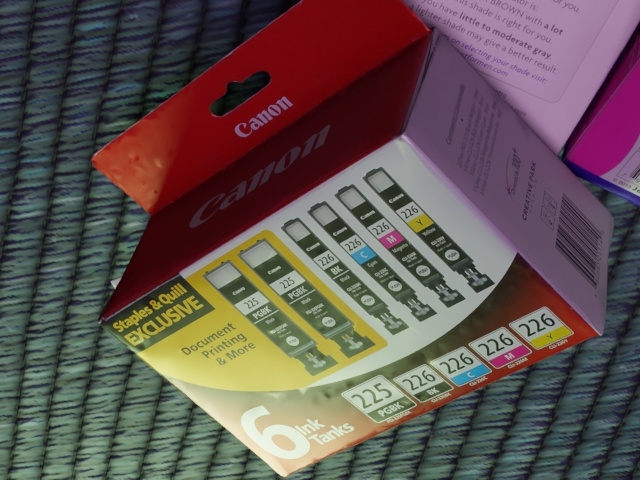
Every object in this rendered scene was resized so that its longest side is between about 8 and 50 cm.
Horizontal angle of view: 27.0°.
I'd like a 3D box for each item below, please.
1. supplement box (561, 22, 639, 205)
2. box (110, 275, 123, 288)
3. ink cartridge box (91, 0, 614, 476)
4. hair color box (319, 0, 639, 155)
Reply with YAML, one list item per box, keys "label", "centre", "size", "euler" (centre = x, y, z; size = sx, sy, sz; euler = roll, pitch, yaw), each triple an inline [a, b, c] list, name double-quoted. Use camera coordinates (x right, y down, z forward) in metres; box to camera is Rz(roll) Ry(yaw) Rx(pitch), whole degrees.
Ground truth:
- label: "supplement box"
  centre: [0.269, -0.128, 0.910]
  size: [0.111, 0.114, 0.220]
  euler: [26, 141, -4]
- label: "box"
  centre: [-0.071, 0.036, 1.119]
  size: [0.178, 0.042, 0.109]
  euler: [-20, 116, 16]
- label: "ink cartridge box"
  centre: [0.000, 0.000, 0.952]
  size: [0.309, 0.130, 0.272]
  euler: [-31, 116, 36]
- label: "hair color box"
  centre: [0.151, -0.234, 0.906]
  size: [0.185, 0.110, 0.338]
  euler: [24, 121, -7]
